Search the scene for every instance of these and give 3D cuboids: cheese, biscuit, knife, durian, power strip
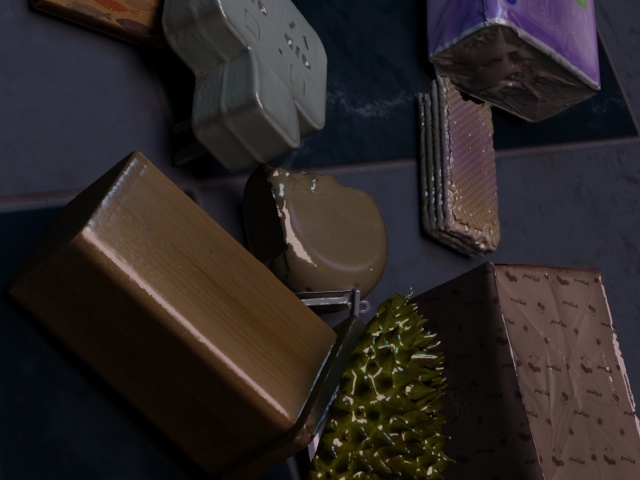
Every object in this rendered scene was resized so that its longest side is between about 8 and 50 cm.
[{"bbox_3d":[0.000,0.000,1.987,0.202,0.091,0.175,2,67,-48],"label":"cheese"},{"bbox_3d":[0.182,-0.097,2.263,0.108,0.062,0.239,26,52,-38],"label":"biscuit"},{"bbox_3d":[0.010,0.193,1.895,0.123,0.053,0.278,-3,82,-22],"label":"knife"},{"bbox_3d":[0.033,0.220,1.719,0.157,0.169,0.355,17,95,-29],"label":"durian"},{"bbox_3d":[-0.100,-0.190,1.971,0.229,0.141,0.261,47,31,-37],"label":"power strip"}]

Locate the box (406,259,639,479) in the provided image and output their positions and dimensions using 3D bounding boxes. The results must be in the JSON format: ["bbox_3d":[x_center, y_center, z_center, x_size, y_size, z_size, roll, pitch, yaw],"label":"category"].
[{"bbox_3d":[0.240,0.191,2.060,0.225,0.190,0.297,5,65,-44],"label":"box"}]

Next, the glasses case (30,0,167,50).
[{"bbox_3d":[-0.246,-0.265,1.912,0.170,0.041,0.064,16,65,-42],"label":"glasses case"}]

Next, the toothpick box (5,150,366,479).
[{"bbox_3d":[-0.140,0.081,1.728,0.308,0.190,0.187,43,43,-14],"label":"toothpick box"}]

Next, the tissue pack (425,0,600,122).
[{"bbox_3d":[0.263,-0.359,2.424,0.242,0.160,0.338,26,52,-37],"label":"tissue pack"}]
